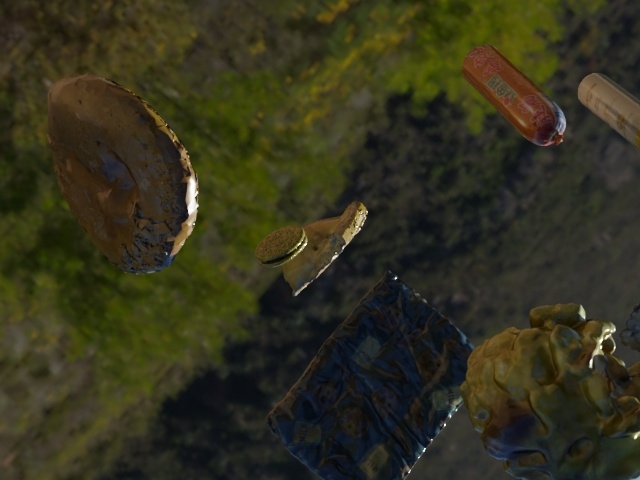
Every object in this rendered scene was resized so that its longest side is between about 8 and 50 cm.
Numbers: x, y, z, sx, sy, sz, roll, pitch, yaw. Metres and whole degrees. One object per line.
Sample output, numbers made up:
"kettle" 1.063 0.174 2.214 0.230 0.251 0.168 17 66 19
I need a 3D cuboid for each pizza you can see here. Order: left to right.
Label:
"pizza" -0.005 0.005 2.375 0.188 0.080 0.204 -47 -178 7

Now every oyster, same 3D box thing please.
"oyster" 0.487 0.113 1.991 0.051 0.103 0.148 -57 -177 -41

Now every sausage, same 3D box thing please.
"sausage" 0.301 -0.213 2.154 0.071 0.234 0.071 -17 132 -20

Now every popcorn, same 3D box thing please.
"popcorn" 0.258 0.168 1.484 0.189 0.218 0.169 -51 -161 38

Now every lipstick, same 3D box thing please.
"lipstick" 0.460 -0.181 2.105 0.059 0.059 0.264 -53 -152 11

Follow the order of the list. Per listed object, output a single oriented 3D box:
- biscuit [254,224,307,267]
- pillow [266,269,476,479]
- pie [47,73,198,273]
"biscuit" -0.059 0.009 2.138 0.084 0.023 0.084 -23 -154 12
"pillow" 0.073 0.189 1.759 0.255 0.189 0.034 -50 -173 -10
"pie" -0.235 -0.077 1.632 0.069 0.273 0.273 -31 159 -30
